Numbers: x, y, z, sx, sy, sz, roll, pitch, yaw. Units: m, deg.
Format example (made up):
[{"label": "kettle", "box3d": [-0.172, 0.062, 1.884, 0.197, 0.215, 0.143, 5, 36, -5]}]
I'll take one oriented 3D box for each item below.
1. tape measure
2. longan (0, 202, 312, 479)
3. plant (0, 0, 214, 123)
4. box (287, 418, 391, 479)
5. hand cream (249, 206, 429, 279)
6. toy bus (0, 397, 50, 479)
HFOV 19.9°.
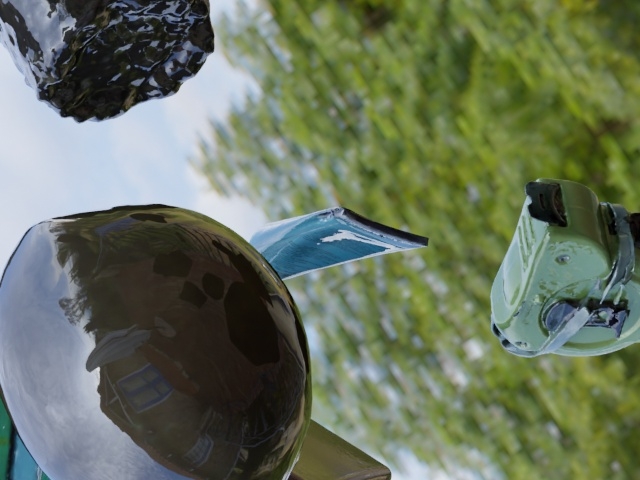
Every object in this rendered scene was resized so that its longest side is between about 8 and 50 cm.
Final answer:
[{"label": "tape measure", "box3d": [0.219, 0.035, 1.515, 0.177, 0.154, 0.087, 109, 162, -49]}, {"label": "longan", "box3d": [-0.098, 0.071, 1.071, 0.212, 0.198, 0.198, 55, -168, 19]}, {"label": "plant", "box3d": [-0.218, -0.251, 1.600, 0.199, 0.188, 0.276, 83, 164, -60]}, {"label": "box", "box3d": [-0.060, 0.255, 1.723, 0.167, 0.193, 0.294, 26, -173, 17]}, {"label": "hand cream", "box3d": [0.000, 0.000, 1.436, 0.083, 0.048, 0.224, 20, 166, -24]}, {"label": "toy bus", "box3d": [-0.355, 0.173, 1.637, 0.183, 0.343, 0.199, 75, -159, -72]}]
